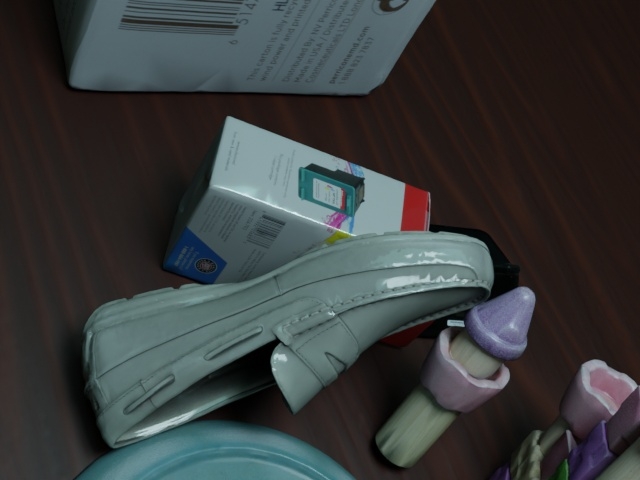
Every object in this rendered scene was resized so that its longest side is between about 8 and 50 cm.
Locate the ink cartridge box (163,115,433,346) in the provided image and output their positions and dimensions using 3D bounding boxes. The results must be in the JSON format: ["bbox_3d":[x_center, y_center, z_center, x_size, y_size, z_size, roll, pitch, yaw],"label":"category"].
[{"bbox_3d":[0.000,0.000,0.912,0.231,0.134,0.078,20,52,-15],"label":"ink cartridge box"}]

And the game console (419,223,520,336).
[{"bbox_3d":[0.119,0.038,1.025,0.122,0.071,0.107,5,88,-23],"label":"game console"}]

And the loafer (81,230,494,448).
[{"bbox_3d":[-0.020,0.076,0.811,0.319,0.112,0.111,-16,63,4],"label":"loafer"}]

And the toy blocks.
[{"bbox_3d":[0.211,0.193,0.765,0.309,0.260,0.288,32,29,-6],"label":"toy blocks"}]

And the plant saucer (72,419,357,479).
[{"bbox_3d":[-0.056,0.271,0.772,0.318,0.043,0.317,13,55,-19],"label":"plant saucer"}]

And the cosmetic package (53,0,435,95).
[{"bbox_3d":[-0.076,-0.387,0.995,0.327,0.329,0.393,-3,63,-27],"label":"cosmetic package"}]
